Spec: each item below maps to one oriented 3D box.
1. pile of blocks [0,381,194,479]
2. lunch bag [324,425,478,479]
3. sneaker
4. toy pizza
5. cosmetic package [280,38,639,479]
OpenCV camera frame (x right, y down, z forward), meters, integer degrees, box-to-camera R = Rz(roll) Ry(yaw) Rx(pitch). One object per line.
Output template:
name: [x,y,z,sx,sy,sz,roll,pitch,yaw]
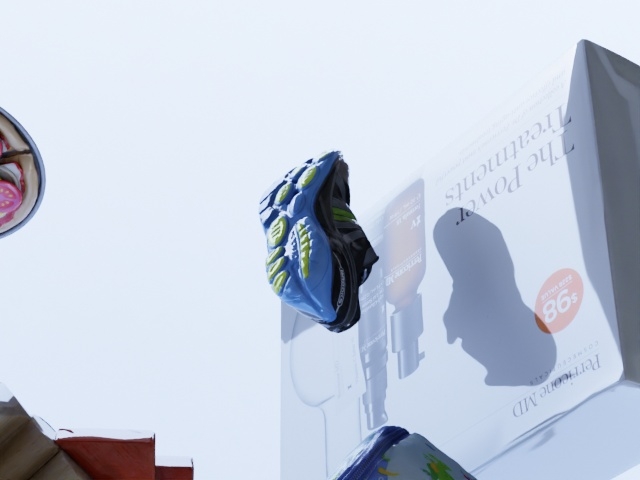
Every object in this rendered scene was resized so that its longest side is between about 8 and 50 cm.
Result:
pile of blocks: [-0.073,0.159,0.768,0.362,0.112,0.149,43,-175,-41]
lunch bag: [0.004,0.214,1.067,0.090,0.219,0.176,37,-175,9]
sneaker: [0.000,0.000,1.289,0.078,0.067,0.188,48,-157,-28]
toy pizza: [-0.370,-0.068,1.742,0.201,0.201,0.032,36,-144,-21]
cosmetic package: [0.110,0.073,1.306,0.097,0.377,0.284,21,-131,-30]
